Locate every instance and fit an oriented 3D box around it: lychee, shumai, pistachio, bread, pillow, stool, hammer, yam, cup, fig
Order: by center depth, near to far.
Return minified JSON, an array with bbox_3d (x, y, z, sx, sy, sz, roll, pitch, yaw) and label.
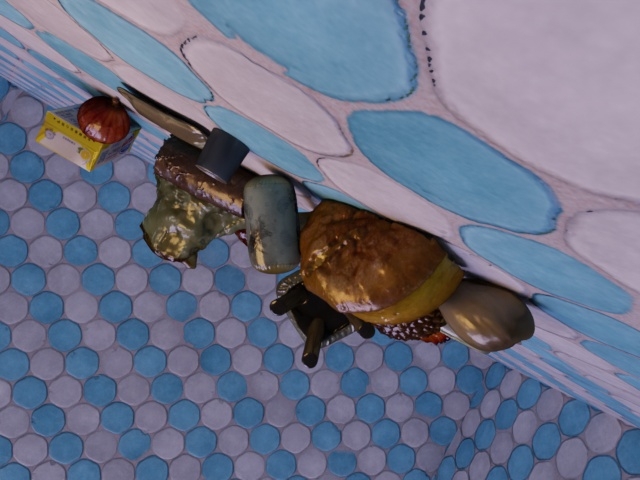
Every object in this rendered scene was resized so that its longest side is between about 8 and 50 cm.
[{"bbox_3d":[0.295,0.131,0.838,0.184,0.125,0.124,34,179,37],"label":"pistachio"},{"bbox_3d":[0.083,0.055,0.863,0.340,0.179,0.194,25,174,47],"label":"bread"},{"bbox_3d":[-0.192,-0.159,0.868,0.100,0.077,0.078,25,174,45],"label":"cup"},{"bbox_3d":[-0.312,-0.244,0.950,0.217,0.033,0.130,29,172,8],"label":"pillow"},{"bbox_3d":[0.181,0.130,1.023,0.238,0.200,0.200,9,163,39],"label":"lychee"},{"bbox_3d":[-0.062,-0.043,1.024,0.113,0.202,0.305,0,-174,21],"label":"hammer"},{"bbox_3d":[-0.272,-0.155,1.129,0.279,0.131,0.131,28,175,8],"label":"yam"},{"bbox_3d":[-0.562,-0.321,1.187,0.128,0.128,0.150,28,148,13],"label":"fig"},{"bbox_3d":[-0.385,-0.077,1.423,0.397,0.324,0.324,27,173,30],"label":"shumai"},{"bbox_3d":[0.015,0.244,1.609,0.311,0.310,0.226,59,-170,-9],"label":"stool"}]

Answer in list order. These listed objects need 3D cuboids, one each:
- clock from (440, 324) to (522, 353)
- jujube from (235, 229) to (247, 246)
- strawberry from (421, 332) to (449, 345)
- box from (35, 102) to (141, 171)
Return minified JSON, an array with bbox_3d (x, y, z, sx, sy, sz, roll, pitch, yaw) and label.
[{"bbox_3d":[0.340,0.191,1.181,0.324,0.109,0.265,25,173,43],"label":"clock"},{"bbox_3d":[-0.230,-0.042,1.831,0.183,0.183,0.243,24,165,49],"label":"jujube"},{"bbox_3d":[0.342,0.240,1.591,0.265,0.149,0.336,38,163,-16],"label":"strawberry"},{"bbox_3d":[-0.660,-0.310,1.338,0.168,0.097,0.265,30,-159,-11],"label":"box"}]
